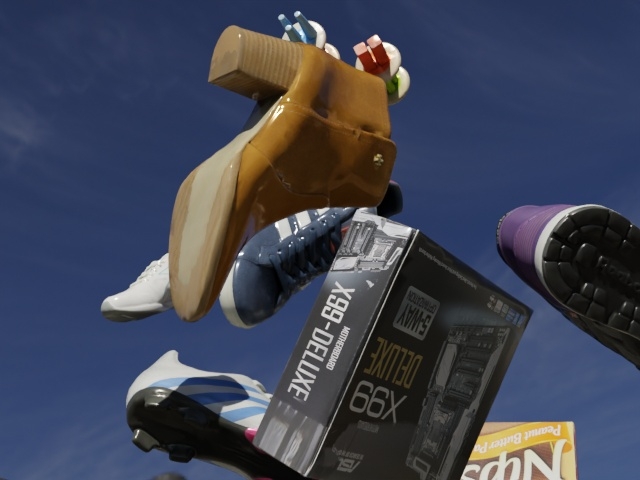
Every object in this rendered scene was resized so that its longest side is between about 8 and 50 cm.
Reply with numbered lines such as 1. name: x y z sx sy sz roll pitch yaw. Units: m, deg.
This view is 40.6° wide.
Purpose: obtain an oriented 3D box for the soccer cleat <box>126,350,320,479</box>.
1. soccer cleat: -0.063 0.225 1.020 0.331 0.143 0.116 26 -65 -4

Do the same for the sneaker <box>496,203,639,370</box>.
1. sneaker: 0.274 0.053 0.753 0.283 0.124 0.107 37 -93 -19

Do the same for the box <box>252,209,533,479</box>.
1. box: 0.090 0.133 0.898 0.307 0.076 0.242 31 -98 -52

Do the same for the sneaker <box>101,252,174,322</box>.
1. sneaker: -0.171 0.048 0.906 0.054 0.061 0.152 -17 -2 36

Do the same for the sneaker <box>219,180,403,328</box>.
1. sneaker: 0.000 0.000 1.204 0.148 0.350 0.131 3 -55 34

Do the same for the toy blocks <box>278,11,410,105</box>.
1. toy blocks: 0.024 -0.204 0.952 0.123 0.054 0.148 5 -15 22

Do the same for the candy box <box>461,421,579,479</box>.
1. candy box: 0.234 0.376 1.333 0.317 0.183 0.087 -3 -48 15

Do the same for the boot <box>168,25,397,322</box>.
1. boot: -0.024 -0.050 0.855 0.211 0.295 0.104 15 -8 -36

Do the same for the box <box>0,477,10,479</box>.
1. box: -0.199 0.187 0.508 0.116 0.029 0.162 -44 -47 18
